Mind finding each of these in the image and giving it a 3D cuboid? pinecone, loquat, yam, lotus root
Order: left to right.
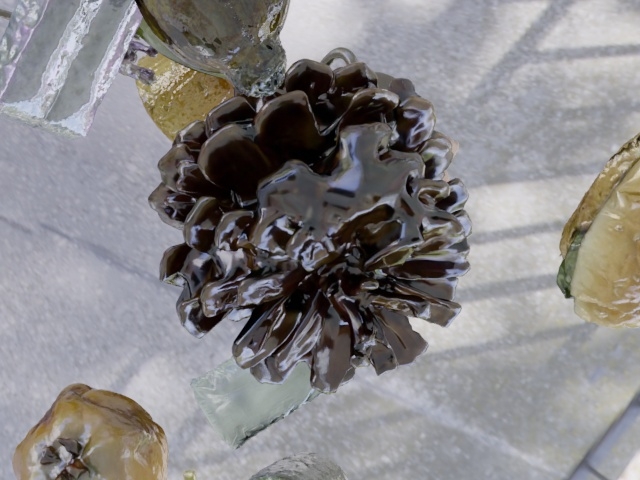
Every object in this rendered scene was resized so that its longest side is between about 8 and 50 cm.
[{"bbox_3d":[-0.163,0.165,0.806,0.113,0.137,0.137,9,104,-2],"label":"loquat"},{"bbox_3d":[-0.087,-0.205,0.897,0.120,0.120,0.210,-27,82,-16],"label":"lotus root"},{"bbox_3d":[-0.049,0.435,1.873,0.161,0.268,0.161,0,90,14],"label":"yam"},{"bbox_3d":[0.000,0.000,1.362,0.397,0.397,0.398,-8,110,-24],"label":"pinecone"}]

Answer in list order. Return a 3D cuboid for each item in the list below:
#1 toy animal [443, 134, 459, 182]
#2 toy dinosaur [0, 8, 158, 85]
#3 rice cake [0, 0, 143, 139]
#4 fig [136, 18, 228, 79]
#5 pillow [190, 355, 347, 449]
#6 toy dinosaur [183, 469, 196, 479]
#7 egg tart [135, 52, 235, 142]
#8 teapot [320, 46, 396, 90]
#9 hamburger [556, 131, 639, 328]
[{"bbox_3d":[0.143,-0.092,1.595,0.114,0.091,0.082,-54,128,-42],"label":"toy animal"},{"bbox_3d":[-0.330,-0.290,1.646,0.199,0.251,0.072,2,118,-59],"label":"toy dinosaur"},{"bbox_3d":[-0.188,-0.227,0.980,0.106,0.050,0.298,17,103,-50],"label":"rice cake"},{"bbox_3d":[-0.149,-0.314,1.496,0.203,0.203,0.225,-35,96,-12],"label":"fig"},{"bbox_3d":[-0.078,0.214,1.752,0.229,0.051,0.128,-31,87,7],"label":"pillow"},{"bbox_3d":[-0.167,0.387,1.343,0.152,0.177,0.194,44,92,2],"label":"toy dinosaur"},{"bbox_3d":[-0.185,-0.253,1.875,0.147,0.203,0.202,-34,124,24],"label":"egg tart"},{"bbox_3d":[0.086,-0.212,1.924,0.175,0.268,0.185,-44,162,34],"label":"teapot"},{"bbox_3d":[0.310,-0.021,1.044,0.155,0.135,0.208,-31,153,-32],"label":"hamburger"}]
